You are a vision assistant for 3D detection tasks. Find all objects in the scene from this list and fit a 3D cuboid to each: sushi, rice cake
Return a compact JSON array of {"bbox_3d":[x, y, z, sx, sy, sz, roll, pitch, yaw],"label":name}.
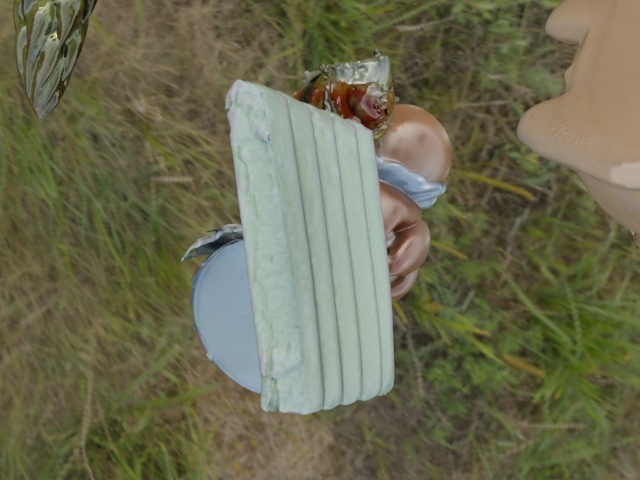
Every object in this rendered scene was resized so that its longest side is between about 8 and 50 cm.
[{"bbox_3d":[0.030,-0.137,1.242,0.097,0.226,0.103,15,88,-17],"label":"sushi"},{"bbox_3d":[0.000,0.008,0.799,0.189,0.037,0.198,8,77,-65],"label":"rice cake"}]

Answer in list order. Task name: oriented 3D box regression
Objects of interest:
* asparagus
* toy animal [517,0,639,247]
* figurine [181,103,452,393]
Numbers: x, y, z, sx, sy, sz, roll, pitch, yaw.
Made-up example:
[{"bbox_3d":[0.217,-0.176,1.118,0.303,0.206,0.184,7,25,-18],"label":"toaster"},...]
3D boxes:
[{"bbox_3d":[-0.239,-0.252,1.143,0.080,0.080,0.287,7,87,-27],"label":"asparagus"},{"bbox_3d":[0.265,-0.033,0.689,0.256,0.213,0.195,39,53,-39],"label":"toy animal"},{"bbox_3d":[-0.001,0.001,1.499,0.388,0.277,0.248,-34,109,-59],"label":"figurine"}]
